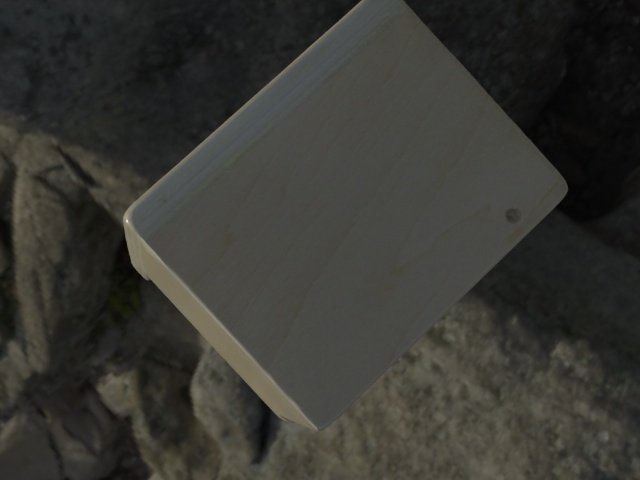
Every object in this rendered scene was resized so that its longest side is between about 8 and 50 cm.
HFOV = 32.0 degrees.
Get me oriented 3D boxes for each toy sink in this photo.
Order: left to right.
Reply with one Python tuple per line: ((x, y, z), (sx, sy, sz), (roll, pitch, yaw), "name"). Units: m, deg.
((0.000, 0.000, 0.569), (0.131, 0.153, 0.234), (48, 169, -1), "toy sink")
